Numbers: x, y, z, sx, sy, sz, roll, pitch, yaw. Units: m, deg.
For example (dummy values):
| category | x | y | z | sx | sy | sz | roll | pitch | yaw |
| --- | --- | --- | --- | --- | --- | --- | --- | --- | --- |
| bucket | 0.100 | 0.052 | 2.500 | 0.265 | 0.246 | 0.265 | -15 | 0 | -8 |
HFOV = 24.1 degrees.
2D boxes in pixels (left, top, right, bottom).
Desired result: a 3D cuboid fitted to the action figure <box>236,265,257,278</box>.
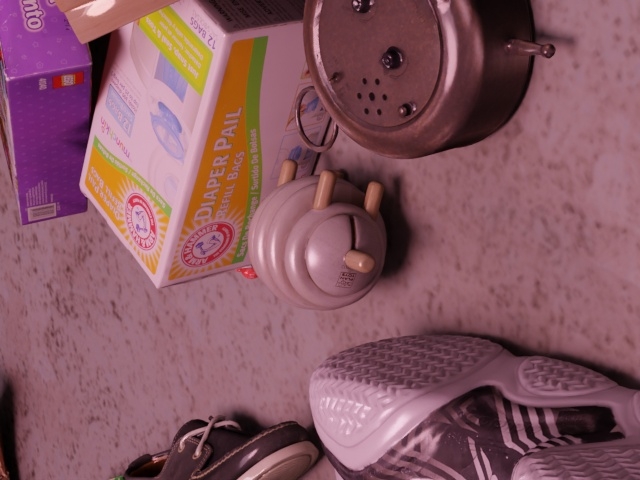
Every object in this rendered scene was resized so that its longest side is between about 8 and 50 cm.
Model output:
| category | x | y | z | sx | sy | sz | roll | pitch | yaw |
| --- | --- | --- | --- | --- | --- | --- | --- | --- | --- |
| action figure | -0.077 | -0.010 | 1.056 | 0.115 | 0.030 | 0.038 | 44 | 129 | 33 |

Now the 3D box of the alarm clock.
| category | x | y | z | sx | sy | sz | roll | pitch | yaw |
| --- | --- | --- | --- | --- | --- | --- | --- | --- | --- |
| alarm clock | 0.037 | -0.101 | 0.829 | 0.192 | 0.064 | 0.129 | -38 | 75 | 49 |

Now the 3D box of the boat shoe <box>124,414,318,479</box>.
| category | x | y | z | sx | sy | sz | roll | pitch | yaw |
| --- | --- | --- | --- | --- | --- | --- | --- | --- | --- |
| boat shoe | -0.080 | 0.164 | 1.075 | 0.233 | 0.084 | 0.079 | -37 | 73 | 55 |

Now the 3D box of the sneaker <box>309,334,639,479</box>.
| category | x | y | z | sx | sy | sz | roll | pitch | yaw |
| --- | --- | --- | --- | --- | --- | --- | --- | --- | --- |
| sneaker | 0.127 | 0.183 | 0.766 | 0.366 | 0.137 | 0.210 | 17 | 116 | 55 |

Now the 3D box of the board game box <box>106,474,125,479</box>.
| category | x | y | z | sx | sy | sz | roll | pitch | yaw |
| --- | --- | --- | --- | --- | --- | --- | --- | --- | --- |
| board game box | -0.133 | 0.317 | 1.210 | 0.136 | 0.030 | 0.259 | 130 | 121 | -77 |

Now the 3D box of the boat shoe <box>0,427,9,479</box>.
| category | x | y | z | sx | sy | sz | roll | pitch | yaw |
| --- | --- | --- | --- | --- | --- | --- | --- | --- | --- |
| boat shoe | -0.339 | 0.272 | 1.447 | 0.120 | 0.123 | 0.324 | 40 | 140 | 31 |

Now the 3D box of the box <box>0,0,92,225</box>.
| category | x | y | z | sx | sy | sz | roll | pitch | yaw |
| --- | --- | --- | --- | --- | --- | --- | --- | --- | --- |
| box | -0.208 | -0.151 | 1.049 | 0.293 | 0.057 | 0.201 | 120 | 136 | -71 |

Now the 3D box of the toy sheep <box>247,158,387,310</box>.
| category | x | y | z | sx | sy | sz | roll | pitch | yaw |
| --- | --- | --- | --- | --- | --- | --- | --- | --- | --- |
| toy sheep | 0.000 | 0.000 | 0.908 | 0.132 | 0.091 | 0.091 | -157 | 58 | -69 |

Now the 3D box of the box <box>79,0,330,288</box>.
| category | x | y | z | sx | sy | sz | roll | pitch | yaw |
| --- | --- | --- | --- | --- | --- | --- | --- | --- | --- |
| box | -0.068 | -0.085 | 0.951 | 0.114 | 0.103 | 0.203 | 49 | 137 | 32 |

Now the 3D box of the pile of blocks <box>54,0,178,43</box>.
| category | x | y | z | sx | sy | sz | roll | pitch | yaw |
| --- | --- | --- | --- | --- | --- | --- | --- | --- | --- |
| pile of blocks | -0.028 | -0.267 | 0.811 | 0.149 | 0.112 | 0.362 | 38 | 111 | -12 |
